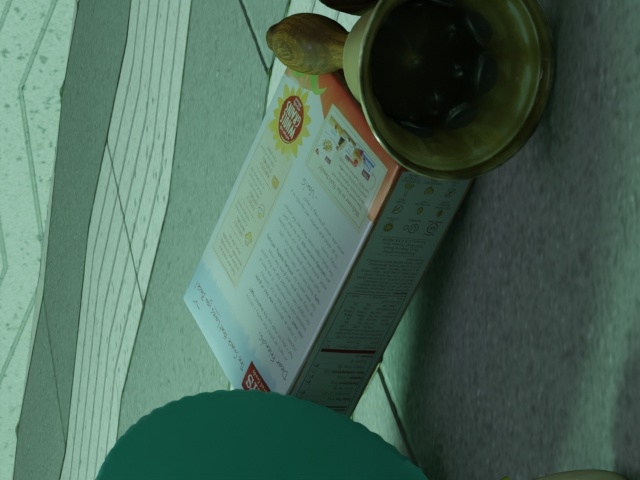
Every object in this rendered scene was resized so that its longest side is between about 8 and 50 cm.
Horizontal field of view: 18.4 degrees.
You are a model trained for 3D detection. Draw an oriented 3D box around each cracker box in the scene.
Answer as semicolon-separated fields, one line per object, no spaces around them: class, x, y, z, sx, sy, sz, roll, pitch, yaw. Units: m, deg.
cracker box;0.000;0.000;1.329;0.156;0.067;0.232;57;131;43

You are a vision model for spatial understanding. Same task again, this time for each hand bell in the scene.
hand bell;0.023;-0.114;1.198;0.242;0.126;0.126;20;106;61

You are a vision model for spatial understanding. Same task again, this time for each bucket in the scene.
bucket;-0.049;0.241;1.243;0.281;0.281;0.183;-103;26;-44

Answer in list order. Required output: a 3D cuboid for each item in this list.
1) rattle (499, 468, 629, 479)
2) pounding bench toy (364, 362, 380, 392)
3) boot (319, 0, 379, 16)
rattle;0.133;0.184;0.949;0.199;0.130;0.143;-10;88;47
pounding bench toy;0.002;0.065;1.446;0.052;0.065;0.083;115;154;-54
boot;0.054;-0.265;1.183;0.262;0.095;0.203;97;-175;-75
